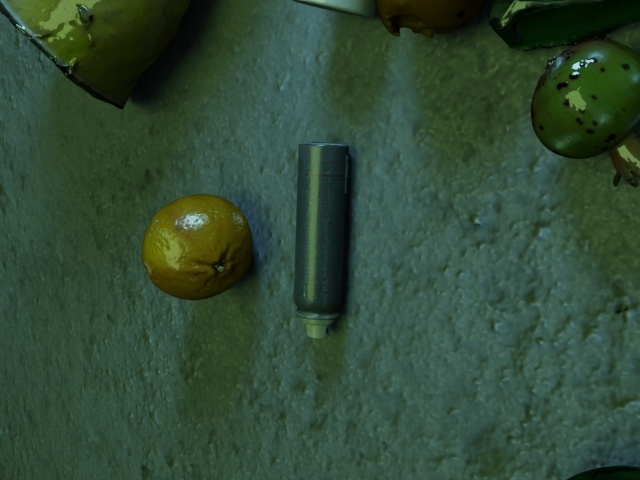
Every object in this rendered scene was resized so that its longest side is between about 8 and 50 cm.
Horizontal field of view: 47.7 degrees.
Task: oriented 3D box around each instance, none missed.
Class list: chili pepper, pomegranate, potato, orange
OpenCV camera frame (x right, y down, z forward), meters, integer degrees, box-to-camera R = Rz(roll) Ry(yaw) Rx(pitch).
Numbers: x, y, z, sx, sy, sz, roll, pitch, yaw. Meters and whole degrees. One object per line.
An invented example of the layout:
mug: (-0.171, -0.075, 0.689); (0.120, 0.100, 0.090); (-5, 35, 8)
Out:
chili pepper: (0.289, -0.270, 0.789); (0.216, 0.062, 0.108); (4, 97, 38)
pomegranate: (0.301, -0.138, 0.766); (0.129, 0.159, 0.129); (-51, 19, 26)
potato: (-0.351, -0.422, 1.241); (0.296, 0.290, 0.397); (-43, 24, 5)
orange: (-0.192, 0.013, 1.144); (0.177, 0.177, 0.155); (-50, 46, 32)

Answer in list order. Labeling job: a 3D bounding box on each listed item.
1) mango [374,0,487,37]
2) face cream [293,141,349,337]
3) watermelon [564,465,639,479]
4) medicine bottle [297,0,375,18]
mango: (0.145, -0.372, 0.820); (0.152, 0.201, 0.287); (21, 121, 11)
face cream: (0.000, 0.000, 1.049); (0.073, 0.073, 0.283); (8, 99, 39)
watermelon: (0.307, 0.346, 0.717); (0.242, 0.242, 0.242); (5, 98, 40)
medicine bottle: (0.039, -0.418, 0.931); (0.139, 0.139, 0.237); (23, 107, 36)
